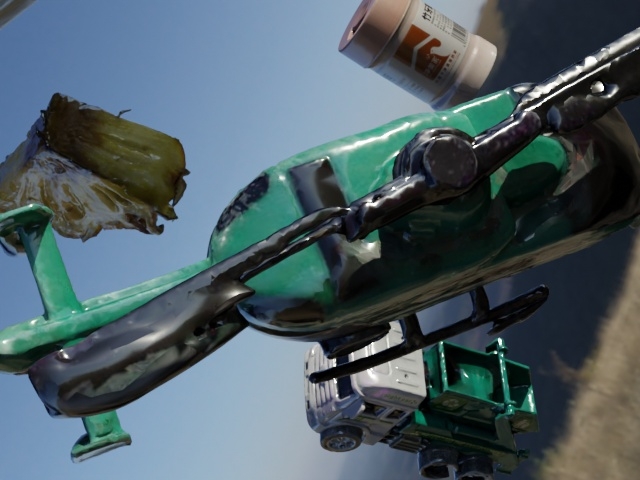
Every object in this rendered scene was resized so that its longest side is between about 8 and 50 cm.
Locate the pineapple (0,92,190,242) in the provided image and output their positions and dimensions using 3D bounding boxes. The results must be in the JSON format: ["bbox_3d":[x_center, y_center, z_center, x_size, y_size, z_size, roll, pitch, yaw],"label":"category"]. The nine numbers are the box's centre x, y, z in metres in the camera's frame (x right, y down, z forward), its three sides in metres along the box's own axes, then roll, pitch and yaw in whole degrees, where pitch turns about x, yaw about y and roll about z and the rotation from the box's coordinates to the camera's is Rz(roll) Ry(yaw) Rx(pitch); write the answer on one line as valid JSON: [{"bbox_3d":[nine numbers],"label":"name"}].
[{"bbox_3d":[-0.161,-0.044,0.765,0.116,0.137,0.069,70,-163,-54],"label":"pineapple"}]

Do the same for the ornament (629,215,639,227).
[{"bbox_3d":[0.300,-0.072,1.323,0.081,0.156,0.074,27,-90,-49],"label":"ornament"}]

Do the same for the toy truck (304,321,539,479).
[{"bbox_3d":[0.100,0.132,1.028,0.116,0.216,0.110,-45,36,43],"label":"toy truck"}]

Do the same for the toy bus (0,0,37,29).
[{"bbox_3d":[-0.236,-0.226,0.745,0.386,0.171,0.162,-35,-5,11],"label":"toy bus"}]

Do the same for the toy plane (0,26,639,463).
[{"bbox_3d":[0.000,0.000,0.464,0.155,0.382,0.106,126,125,-71],"label":"toy plane"}]

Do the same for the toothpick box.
[{"bbox_3d":[0.107,-0.212,1.302,0.098,0.149,0.098,-56,13,20],"label":"toothpick box"}]
